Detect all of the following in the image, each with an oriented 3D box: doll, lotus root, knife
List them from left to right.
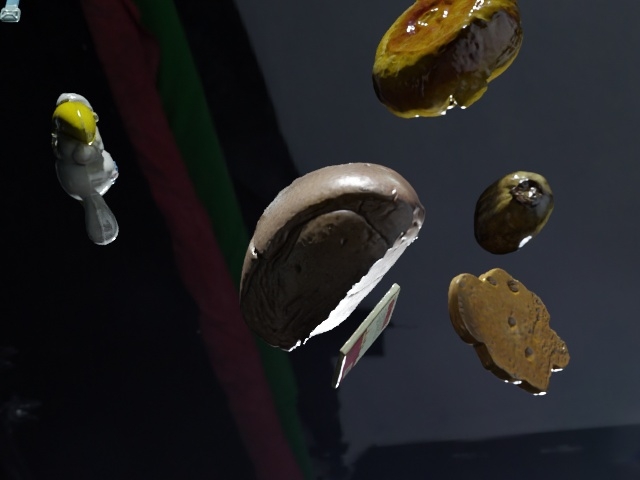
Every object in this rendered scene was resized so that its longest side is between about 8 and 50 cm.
[{"bbox_3d":[-0.433,-0.347,1.277,0.010,0.027,0.096,96,175,-65],"label":"knife"},{"bbox_3d":[-0.437,-0.147,1.674,0.252,0.111,0.237,46,140,50],"label":"doll"},{"bbox_3d":[0.368,-0.047,1.776,0.260,0.128,0.145,114,176,-67],"label":"lotus root"}]

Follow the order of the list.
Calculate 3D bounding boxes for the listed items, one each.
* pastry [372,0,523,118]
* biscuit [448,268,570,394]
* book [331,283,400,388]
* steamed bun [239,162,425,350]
[{"bbox_3d":[0.265,-0.411,1.920,0.164,0.356,0.356,44,-144,-30],"label":"pastry"},{"bbox_3d":[0.424,0.199,2.029,0.376,0.051,0.269,29,-129,-26],"label":"biscuit"},{"bbox_3d":[0.103,0.219,2.063,0.232,0.022,0.162,-48,-18,-33],"label":"book"},{"bbox_3d":[0.000,0.000,1.324,0.199,0.301,0.251,43,-165,9],"label":"steamed bun"}]
